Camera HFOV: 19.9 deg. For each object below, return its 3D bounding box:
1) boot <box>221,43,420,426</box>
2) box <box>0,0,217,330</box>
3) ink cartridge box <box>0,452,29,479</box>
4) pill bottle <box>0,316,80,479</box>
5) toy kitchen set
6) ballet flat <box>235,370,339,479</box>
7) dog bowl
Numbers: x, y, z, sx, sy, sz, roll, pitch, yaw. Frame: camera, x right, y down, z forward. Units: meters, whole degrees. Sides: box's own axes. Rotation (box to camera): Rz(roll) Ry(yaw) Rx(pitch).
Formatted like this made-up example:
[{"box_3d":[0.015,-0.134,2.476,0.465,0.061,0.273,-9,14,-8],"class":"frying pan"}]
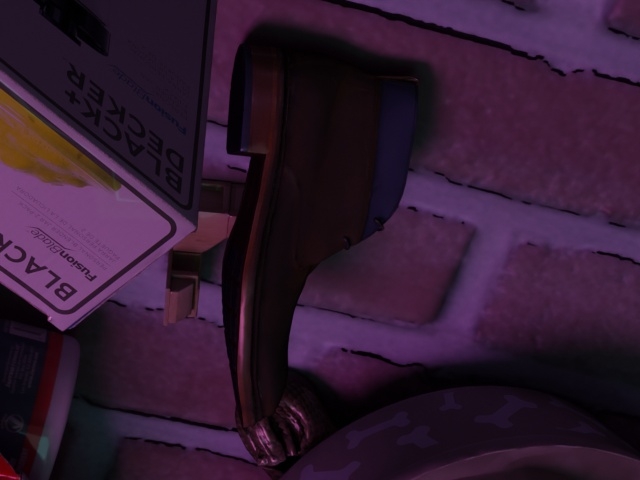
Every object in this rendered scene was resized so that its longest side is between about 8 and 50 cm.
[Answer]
[{"box_3d":[0.000,0.000,1.042,0.106,0.082,0.219,1,99,-11],"class":"boot"},{"box_3d":[-0.135,-0.116,0.854,0.087,0.290,0.169,-35,120,26],"class":"box"},{"box_3d":[-0.324,0.202,1.122,0.309,0.130,0.272,6,153,11],"class":"ink cartridge box"},{"box_3d":[-0.250,0.091,1.140,0.180,0.108,0.108,15,127,-11],"class":"pill bottle"},{"box_3d":[-0.056,0.018,1.103,0.075,0.068,0.083,5,129,-4],"class":"toy kitchen set"},{"box_3d":[0.023,0.184,1.242,0.084,0.058,0.250,-25,125,20],"class":"ballet flat"},{"box_3d":[0.092,0.247,1.213,0.348,0.102,0.349,-8,123,-13],"class":"dog bowl"}]
